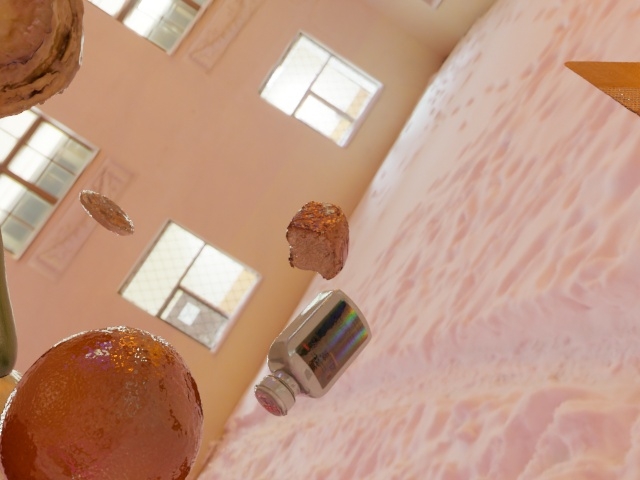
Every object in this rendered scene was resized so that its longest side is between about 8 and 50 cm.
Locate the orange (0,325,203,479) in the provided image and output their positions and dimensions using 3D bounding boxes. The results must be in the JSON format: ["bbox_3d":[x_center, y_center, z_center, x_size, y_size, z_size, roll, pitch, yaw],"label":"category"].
[{"bbox_3d":[-0.219,0.188,0.651,0.206,0.206,0.206,-57,5,8],"label":"orange"}]

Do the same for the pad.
[{"bbox_3d":[0.358,-0.208,0.789,0.250,0.324,0.055,-107,37,-55],"label":"pad"}]

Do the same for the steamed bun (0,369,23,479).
[{"bbox_3d":[-0.595,0.315,1.123,0.166,0.231,0.273,-23,-19,11],"label":"steamed bun"}]

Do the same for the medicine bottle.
[{"bbox_3d":[-0.016,0.195,1.093,0.229,0.121,0.083,-44,18,-33],"label":"medicine bottle"}]

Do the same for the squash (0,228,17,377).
[{"bbox_3d":[-0.507,0.070,0.957,0.082,0.082,0.292,-78,-13,-76],"label":"squash"}]

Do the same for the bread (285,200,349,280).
[{"bbox_3d":[0.002,0.000,0.851,0.070,0.077,0.083,-51,-35,-41],"label":"bread"}]

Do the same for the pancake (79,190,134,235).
[{"bbox_3d":[-0.442,-0.057,1.340,0.022,0.139,0.139,-48,6,8],"label":"pancake"}]

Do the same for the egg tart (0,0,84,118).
[{"bbox_3d":[-0.423,-0.295,0.798,0.123,0.294,0.294,13,68,56],"label":"egg tart"}]
